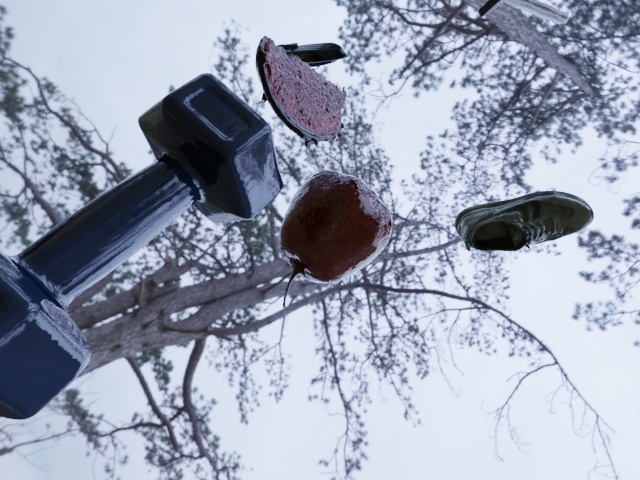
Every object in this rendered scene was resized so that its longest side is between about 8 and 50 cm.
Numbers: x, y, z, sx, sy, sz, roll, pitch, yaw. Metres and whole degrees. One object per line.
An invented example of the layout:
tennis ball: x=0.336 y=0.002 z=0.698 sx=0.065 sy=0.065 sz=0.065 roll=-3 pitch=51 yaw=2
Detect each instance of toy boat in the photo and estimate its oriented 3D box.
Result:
toy boat: x=-0.023 y=-0.616 z=1.400 sx=0.246 sy=0.093 sz=0.103 roll=4 pitch=-53 yaw=19

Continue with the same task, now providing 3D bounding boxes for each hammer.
hammer: x=0.287 y=-0.313 z=0.562 sx=0.062 sy=0.199 sz=0.013 roll=-26 pitch=-99 yaw=49

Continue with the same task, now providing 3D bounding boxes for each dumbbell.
dumbbell: x=-0.180 y=-0.015 z=0.373 sx=0.144 sy=0.325 sz=0.160 roll=23 pitch=-36 yaw=27

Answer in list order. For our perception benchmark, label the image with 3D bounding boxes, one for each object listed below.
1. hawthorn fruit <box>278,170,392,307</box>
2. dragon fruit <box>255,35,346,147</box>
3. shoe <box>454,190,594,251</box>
hawthorn fruit: x=0.000 y=0.000 z=0.602 sx=0.203 sy=0.163 sz=0.162 roll=-44 pitch=-124 yaw=-7
dragon fruit: x=-0.072 y=-0.410 z=1.234 sx=0.100 sy=0.343 sz=0.282 roll=-24 pitch=-129 yaw=43
shoe: x=0.435 y=-0.030 z=0.895 sx=0.274 sy=0.098 sz=0.103 roll=-11 pitch=-59 yaw=20
